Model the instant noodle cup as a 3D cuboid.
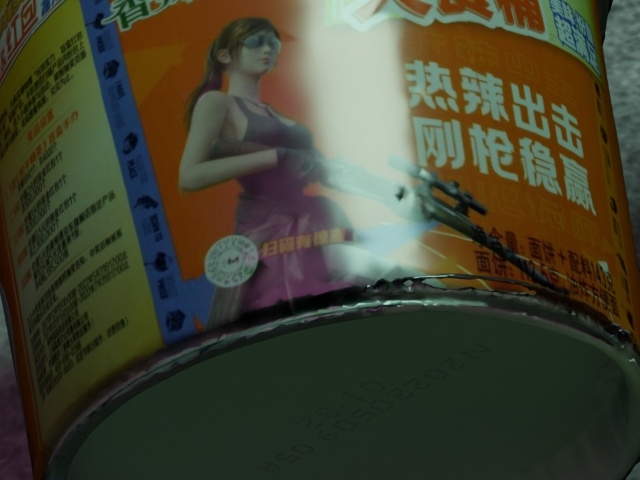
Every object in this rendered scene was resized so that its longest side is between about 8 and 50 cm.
[{"bbox_3d":[0.000,0.000,0.666,0.296,0.296,0.214,-13,54,3],"label":"instant noodle cup"}]
